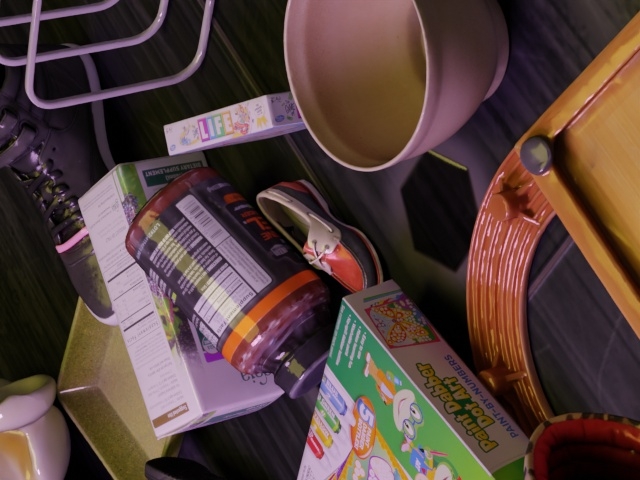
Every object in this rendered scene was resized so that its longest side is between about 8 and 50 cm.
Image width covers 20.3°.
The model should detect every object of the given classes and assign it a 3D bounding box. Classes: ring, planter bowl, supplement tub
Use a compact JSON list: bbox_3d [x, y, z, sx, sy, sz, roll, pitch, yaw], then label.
[{"bbox_3d":[0.207,0.072,1.215,0.336,0.032,0.336,20,117,48],"label":"ring"},{"bbox_3d":[0.065,-0.137,1.276,0.162,0.109,0.162,21,116,50],"label":"planter bowl"},{"bbox_3d":[-0.064,0.038,1.491,0.198,0.106,0.106,46,136,13],"label":"supplement tub"}]

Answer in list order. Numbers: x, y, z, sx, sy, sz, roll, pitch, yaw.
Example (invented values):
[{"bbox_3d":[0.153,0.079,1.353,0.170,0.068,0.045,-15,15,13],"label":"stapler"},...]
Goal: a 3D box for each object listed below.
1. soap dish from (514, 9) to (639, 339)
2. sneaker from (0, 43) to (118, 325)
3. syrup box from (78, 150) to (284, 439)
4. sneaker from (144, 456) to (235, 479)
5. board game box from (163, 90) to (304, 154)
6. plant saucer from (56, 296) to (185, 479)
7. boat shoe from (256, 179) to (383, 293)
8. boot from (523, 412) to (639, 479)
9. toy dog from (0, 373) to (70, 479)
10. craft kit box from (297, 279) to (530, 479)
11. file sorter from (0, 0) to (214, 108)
[{"bbox_3d":[0.256,-0.021,1.016,0.229,0.118,0.291,-48,63,37],"label":"soap dish"},{"bbox_3d":[-0.262,-0.058,1.676,0.104,0.147,0.296,-30,68,35],"label":"sneaker"},{"bbox_3d":[-0.126,0.049,1.605,0.096,0.093,0.237,-33,73,52],"label":"syrup box"},{"bbox_3d":[-0.094,0.262,1.641,0.170,0.051,0.089,14,105,29],"label":"sneaker"},{"bbox_3d":[-0.042,-0.099,1.438,0.154,0.103,0.026,-10,93,54],"label":"board game box"},{"bbox_3d":[-0.182,0.142,1.750,0.188,0.045,0.188,49,135,34],"label":"plant saucer"},{"bbox_3d":[0.000,0.000,1.463,0.137,0.043,0.049,49,133,32],"label":"boat shoe"},{"bbox_3d":[0.245,0.297,1.088,0.377,0.138,0.284,44,149,44],"label":"boot"},{"bbox_3d":[-0.357,0.366,1.852,0.395,0.284,0.408,-174,68,-81],"label":"toy dog"},{"bbox_3d":[0.081,0.202,1.380,0.246,0.061,0.250,47,142,33],"label":"craft kit box"},{"bbox_3d":[-0.236,-0.270,1.578,0.278,0.193,0.173,47,137,35],"label":"file sorter"}]
